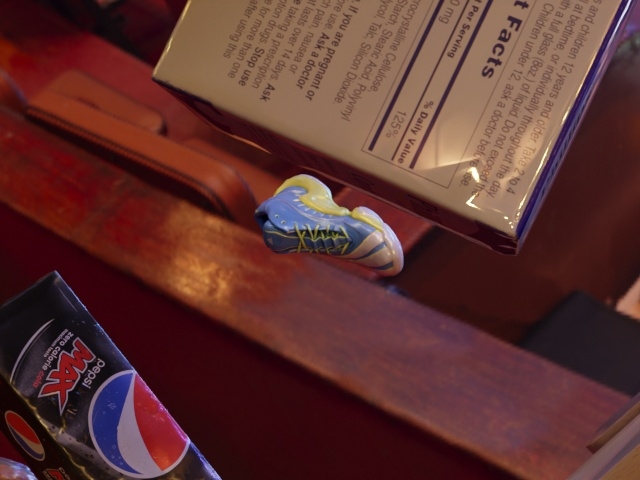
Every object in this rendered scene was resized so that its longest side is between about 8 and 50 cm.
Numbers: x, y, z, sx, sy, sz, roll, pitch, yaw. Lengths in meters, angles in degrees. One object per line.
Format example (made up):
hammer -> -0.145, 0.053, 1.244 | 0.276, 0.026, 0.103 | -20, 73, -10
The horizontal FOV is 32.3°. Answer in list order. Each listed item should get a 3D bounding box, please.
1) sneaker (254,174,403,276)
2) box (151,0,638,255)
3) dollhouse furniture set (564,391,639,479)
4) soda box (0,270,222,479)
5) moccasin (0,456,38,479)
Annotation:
sneaker -> 0.000, 0.000, 1.500 | 0.126, 0.091, 0.240 | -30, 41, -25
box -> 0.034, -0.078, 0.395 | 0.137, 0.072, 0.126 | 25, 86, 12
dollhouse furniture set -> 0.303, 0.247, 0.645 | 0.355, 0.174, 0.303 | 45, 26, 10
soda box -> -0.101, 0.101, 0.525 | 0.053, 0.060, 0.169 | -38, 89, -35
moccasin -> -0.438, 0.456, 1.553 | 0.139, 0.380, 0.147 | 20, 38, 9
